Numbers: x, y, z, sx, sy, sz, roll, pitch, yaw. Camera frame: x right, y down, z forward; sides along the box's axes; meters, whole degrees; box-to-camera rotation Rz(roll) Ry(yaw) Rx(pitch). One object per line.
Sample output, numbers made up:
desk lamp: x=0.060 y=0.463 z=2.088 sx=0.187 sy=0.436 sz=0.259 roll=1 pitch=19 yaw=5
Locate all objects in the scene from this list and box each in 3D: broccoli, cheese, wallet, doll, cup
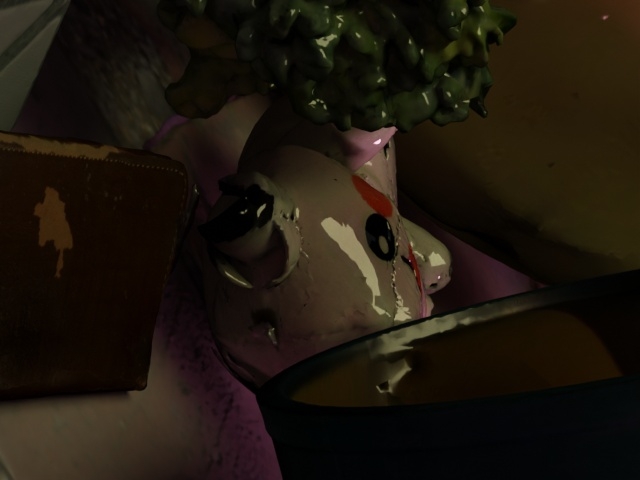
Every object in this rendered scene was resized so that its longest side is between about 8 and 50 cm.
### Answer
broccoli: x=0.008 y=-0.179 z=0.780 sx=0.248 sy=0.288 sz=0.245 roll=30 pitch=-16 yaw=18
cheese: x=0.125 y=-0.096 z=0.979 sx=0.316 sy=0.259 sz=0.128 roll=14 pitch=25 yaw=-14
wallet: x=-0.101 y=0.010 z=0.644 sx=0.176 sy=0.026 sz=0.095 roll=0 pitch=103 yaw=-62
doll: x=0.000 y=0.000 z=0.809 sx=0.192 sy=0.095 sz=0.149 roll=-74 pitch=157 yaw=-57
cup: x=0.114 y=0.171 z=0.626 sx=0.308 sy=0.242 sz=0.292 roll=-24 pitch=103 yaw=-64

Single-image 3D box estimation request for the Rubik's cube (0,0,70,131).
Rubik's cube: x=-0.165 y=-0.109 z=0.549 sx=0.233 sy=0.228 sz=0.228 roll=-4 pitch=18 yaw=-26
